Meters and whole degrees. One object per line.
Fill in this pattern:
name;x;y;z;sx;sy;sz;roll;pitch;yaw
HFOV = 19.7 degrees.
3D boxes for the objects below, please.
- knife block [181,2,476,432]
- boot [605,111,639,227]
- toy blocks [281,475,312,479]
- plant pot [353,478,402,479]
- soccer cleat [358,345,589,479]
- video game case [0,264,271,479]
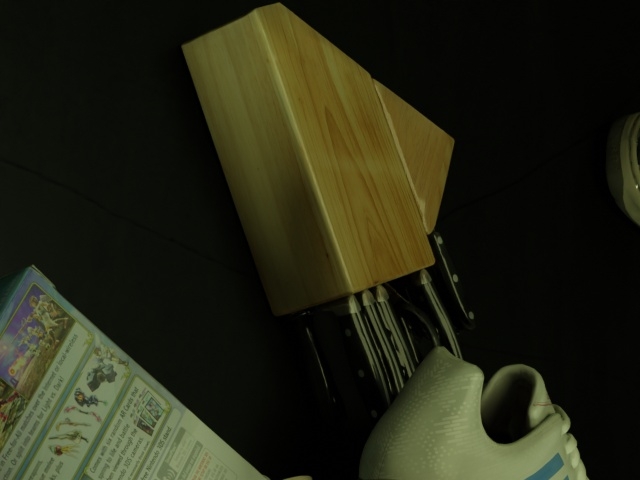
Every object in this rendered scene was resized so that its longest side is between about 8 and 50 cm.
knife block;0.000;0.000;1.324;0.275;0.088;0.242;36;55;-30
boot;0.473;-0.047;1.641;0.377;0.284;0.138;27;60;-33
toy blocks;-0.144;0.284;0.855;0.309;0.288;0.260;-1;69;-50
plant pot;0.028;0.258;1.157;0.205;0.205;0.188;-20;105;-45
soccer cleat;0.154;0.173;1.335;0.331;0.116;0.143;29;85;-51
video game case;-0.166;0.195;1.126;0.244;0.061;0.269;46;50;-25
